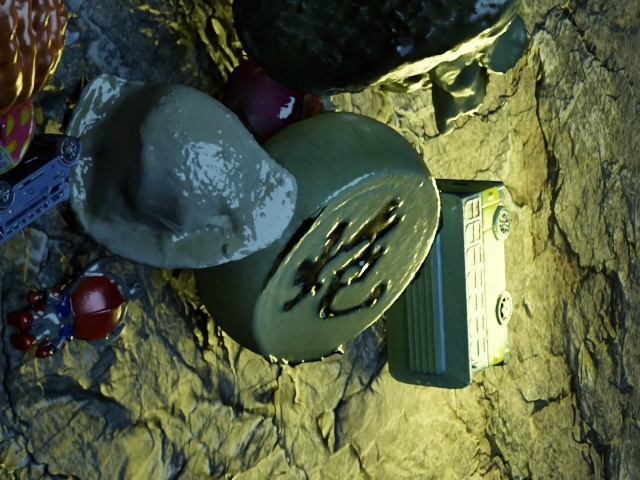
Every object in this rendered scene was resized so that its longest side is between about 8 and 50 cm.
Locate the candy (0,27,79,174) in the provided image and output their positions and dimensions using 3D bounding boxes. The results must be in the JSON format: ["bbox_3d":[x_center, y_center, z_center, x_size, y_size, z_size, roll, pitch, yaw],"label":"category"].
[{"bbox_3d":[-0.312,-0.226,1.713,0.124,0.124,0.365,49,59,-48],"label":"candy"}]

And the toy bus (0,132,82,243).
[{"bbox_3d":[-0.334,-0.060,1.765,0.167,0.073,0.076,-41,130,-44],"label":"toy bus"}]

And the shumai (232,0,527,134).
[{"bbox_3d":[0.110,-0.288,2.028,0.324,0.397,0.323,68,8,31],"label":"shumai"}]

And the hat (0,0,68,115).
[{"bbox_3d":[-0.355,-0.309,1.446,0.285,0.285,0.400,-37,145,-50],"label":"hat"}]

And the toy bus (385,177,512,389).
[{"bbox_3d":[0.203,0.063,2.543,0.190,0.152,0.312,-20,110,-56],"label":"toy bus"}]

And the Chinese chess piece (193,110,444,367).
[{"bbox_3d":[0.000,0.000,2.091,0.349,0.146,0.349,-32,147,-24],"label":"Chinese chess piece"}]

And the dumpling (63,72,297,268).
[{"bbox_3d":[-0.175,-0.073,1.877,0.227,0.243,0.175,-63,154,-23],"label":"dumpling"}]

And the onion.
[{"bbox_3d":[-0.054,-0.167,2.119,0.177,0.153,0.177,11,90,-88],"label":"onion"}]

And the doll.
[{"bbox_3d":[-0.282,0.082,1.877,0.194,0.062,0.104,-21,94,-46],"label":"doll"}]
